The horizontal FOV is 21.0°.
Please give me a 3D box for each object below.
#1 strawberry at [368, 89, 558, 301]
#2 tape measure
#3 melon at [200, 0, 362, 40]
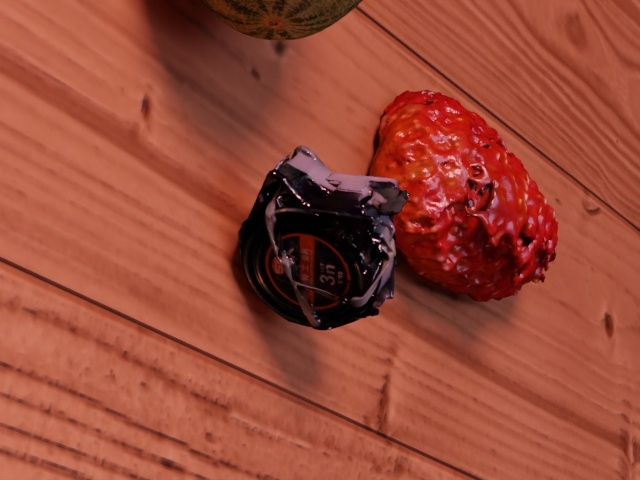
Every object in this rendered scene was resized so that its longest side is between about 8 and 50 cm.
[{"bbox_3d":[0.105,-0.027,1.104,0.188,0.082,0.121,26,62,-47],"label":"strawberry"},{"bbox_3d":[-0.001,0.001,0.939,0.054,0.091,0.094,-54,161,-49],"label":"tape measure"},{"bbox_3d":[-0.017,-0.199,0.905,0.139,0.139,0.192,30,59,-49],"label":"melon"}]
